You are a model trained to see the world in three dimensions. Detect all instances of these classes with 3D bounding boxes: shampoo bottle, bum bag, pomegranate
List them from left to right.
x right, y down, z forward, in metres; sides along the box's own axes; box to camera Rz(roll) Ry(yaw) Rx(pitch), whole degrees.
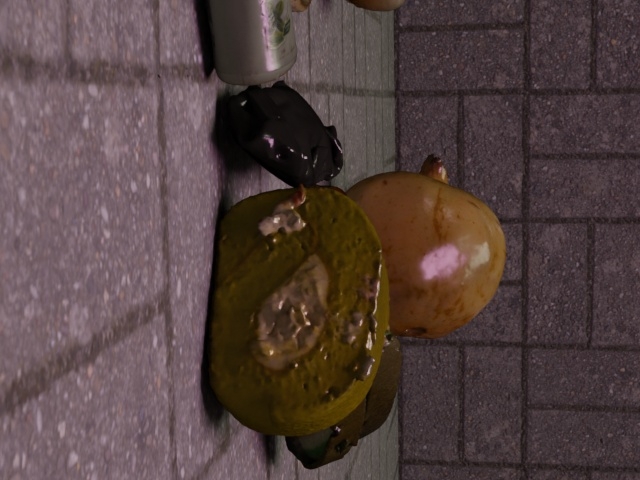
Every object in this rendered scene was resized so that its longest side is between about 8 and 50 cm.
[{"bbox_3d":[-0.078,-0.283,1.032,0.118,0.087,0.234,-71,159,-54],"label":"shampoo bottle"},{"bbox_3d":[-0.044,-0.124,1.220,0.142,0.080,0.326,54,12,1],"label":"bum bag"},{"bbox_3d":[0.173,0.010,1.859,0.342,0.343,0.342,0,90,-81],"label":"pomegranate"}]

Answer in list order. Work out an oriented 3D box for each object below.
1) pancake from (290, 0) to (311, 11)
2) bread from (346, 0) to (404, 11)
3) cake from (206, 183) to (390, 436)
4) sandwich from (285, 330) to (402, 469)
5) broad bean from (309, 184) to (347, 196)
[{"bbox_3d":[-0.033,-0.406,1.498,0.152,0.025,0.151,1,90,-74],"label":"pancake"},{"bbox_3d":[0.084,-0.549,1.822,0.305,0.159,0.305,-2,90,-78],"label":"bread"},{"bbox_3d":[-0.018,0.077,1.113,0.156,0.179,0.260,62,28,-68],"label":"cake"},{"bbox_3d":[0.010,0.172,1.342,0.212,0.109,0.292,44,-36,48],"label":"sandwich"},{"bbox_3d":[0.000,0.000,1.555,0.114,0.085,0.165,14,82,-64],"label":"broad bean"}]
